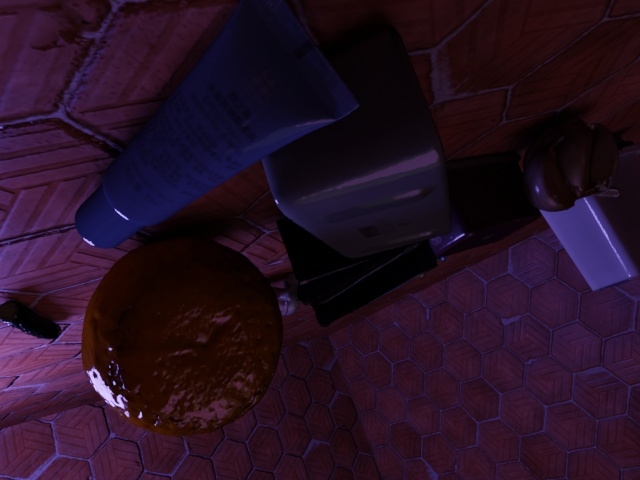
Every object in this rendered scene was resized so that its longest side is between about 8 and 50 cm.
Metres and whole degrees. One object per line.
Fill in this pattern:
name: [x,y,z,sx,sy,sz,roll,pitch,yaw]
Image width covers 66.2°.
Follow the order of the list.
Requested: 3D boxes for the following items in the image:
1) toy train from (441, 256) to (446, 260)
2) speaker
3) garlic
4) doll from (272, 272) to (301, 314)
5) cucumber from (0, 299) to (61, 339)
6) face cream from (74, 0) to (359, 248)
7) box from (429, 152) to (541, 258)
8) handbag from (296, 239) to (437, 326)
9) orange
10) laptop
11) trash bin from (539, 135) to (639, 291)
toy train: [0.322,0.028,1.571,0.154,0.107,0.198,-25,166,41]
speaker: [0.066,-0.093,0.686,0.184,0.183,0.406,-19,165,12]
garlic: [0.511,-0.160,1.052,0.214,0.191,0.160,-20,-169,-6]
doll: [-0.161,0.176,1.399,0.275,0.113,0.155,-13,166,-31]
cucumber: [-0.563,0.164,0.960,0.044,0.043,0.257,-12,164,-14]
face cream: [-0.145,-0.096,0.531,0.385,0.135,0.086,-29,-161,33]
box: [0.346,-0.077,1.126,0.294,0.167,0.193,-13,161,-30]
handbag: [0.088,0.033,0.993,0.268,0.100,0.274,-32,-158,10]
orange: [-0.236,0.160,0.864,0.340,0.341,0.293,-12,-174,-29]
laptop: [0.000,0.000,0.918,0.135,0.197,0.016,-19,129,-4]
trash bin: [0.753,-0.061,1.337,0.296,0.368,0.256,-17,165,-14]
